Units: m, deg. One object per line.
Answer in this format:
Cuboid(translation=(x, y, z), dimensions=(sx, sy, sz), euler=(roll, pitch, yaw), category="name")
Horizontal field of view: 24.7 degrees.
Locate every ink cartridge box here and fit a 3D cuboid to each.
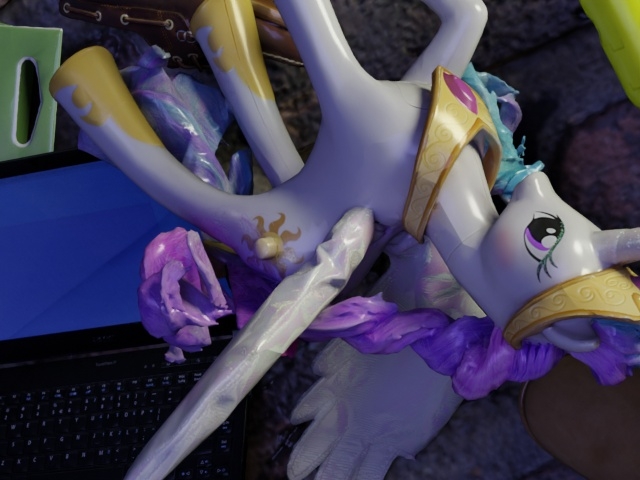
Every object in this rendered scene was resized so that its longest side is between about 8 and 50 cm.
Cuboid(translation=(-0.268, -0.107, 1.071), dimensions=(0.209, 0.062, 0.109), euler=(7, 93, 21), category="ink cartridge box")

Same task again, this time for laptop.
Cuboid(translation=(-0.177, 0.087, 0.992), dimensions=(0.234, 0.136, 0.264), euler=(-9, 60, 22), category="laptop")

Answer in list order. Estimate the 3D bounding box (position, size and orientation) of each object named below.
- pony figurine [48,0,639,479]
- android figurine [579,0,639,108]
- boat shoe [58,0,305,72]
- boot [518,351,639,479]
Cuboid(translation=(0.000, 0.000, 0.831), dimensions=(0.351, 0.303, 0.363), euler=(-47, 67, 27), category="pony figurine")
Cuboid(translation=(0.273, -0.160, 0.824), dimensions=(0.248, 0.056, 0.273), euler=(-26, 97, 7), category="android figurine")
Cuboid(translation=(-0.090, -0.152, 1.000), dimensions=(0.207, 0.073, 0.073), euler=(25, 101, 26), category="boat shoe")
Cuboid(translation=(0.191, 0.132, 0.784), dimensions=(0.236, 0.269, 0.089), euler=(22, 98, 20), category="boot")
